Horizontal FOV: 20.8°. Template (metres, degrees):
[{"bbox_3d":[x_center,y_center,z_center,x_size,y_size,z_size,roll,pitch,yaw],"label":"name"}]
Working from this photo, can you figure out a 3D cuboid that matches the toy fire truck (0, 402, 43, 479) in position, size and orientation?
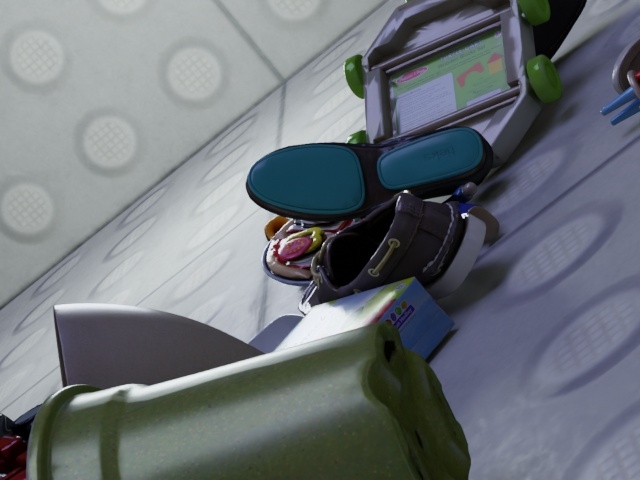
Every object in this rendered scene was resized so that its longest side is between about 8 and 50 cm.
[{"bbox_3d":[-0.356,0.318,2.005,0.246,0.158,0.217,-34,10,-22],"label":"toy fire truck"}]

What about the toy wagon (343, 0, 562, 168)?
[{"bbox_3d":[0.156,-0.225,2.120,0.267,0.068,0.344,-21,52,26],"label":"toy wagon"}]

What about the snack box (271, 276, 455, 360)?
[{"bbox_3d":[0.009,0.130,1.705,0.174,0.070,0.207,-48,13,-29],"label":"snack box"}]

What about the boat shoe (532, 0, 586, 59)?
[{"bbox_3d":[0.219,-0.210,2.211,0.355,0.132,0.130,-48,23,0],"label":"boat shoe"}]

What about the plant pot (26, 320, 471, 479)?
[{"bbox_3d":[-0.029,0.188,1.259,0.254,0.276,0.276,-24,16,15],"label":"plant pot"}]

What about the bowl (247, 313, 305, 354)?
[{"bbox_3d":[-0.058,0.144,1.890,0.142,0.053,0.142,-44,13,-13],"label":"bowl"}]

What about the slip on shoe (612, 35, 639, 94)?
[{"bbox_3d":[0.372,-0.204,1.877,0.135,0.051,0.041,-37,23,-14],"label":"slip on shoe"}]

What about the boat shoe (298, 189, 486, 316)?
[{"bbox_3d":[0.050,0.025,1.811,0.324,0.097,0.116,-28,37,61],"label":"boat shoe"}]

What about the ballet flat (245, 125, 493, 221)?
[{"bbox_3d":[0.058,-0.064,1.981,0.281,0.095,0.096,-6,-18,6],"label":"ballet flat"}]

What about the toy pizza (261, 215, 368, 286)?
[{"bbox_3d":[0.023,-0.011,2.037,0.201,0.032,0.201,-16,25,8],"label":"toy pizza"}]

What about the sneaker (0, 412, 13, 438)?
[{"bbox_3d":[-0.519,0.323,2.449,0.227,0.130,0.087,-42,10,1],"label":"sneaker"}]

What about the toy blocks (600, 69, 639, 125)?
[{"bbox_3d":[0.346,-0.153,1.745,0.148,0.054,0.123,-35,13,22],"label":"toy blocks"}]

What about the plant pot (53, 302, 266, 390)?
[{"bbox_3d":[-0.124,0.185,1.554,0.191,0.284,0.284,-8,8,-10],"label":"plant pot"}]

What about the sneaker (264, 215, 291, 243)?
[{"bbox_3d":[0.000,0.000,2.155,0.084,0.083,0.215,-44,17,-32],"label":"sneaker"}]

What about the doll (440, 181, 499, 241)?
[{"bbox_3d":[0.131,-0.011,1.895,0.129,0.046,0.189,-47,13,-3],"label":"doll"}]
